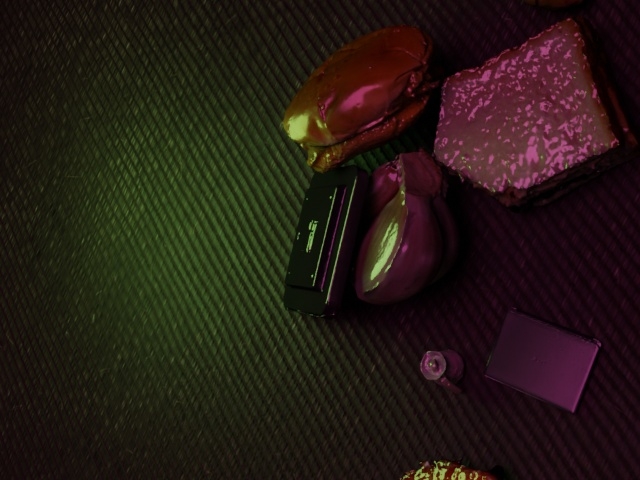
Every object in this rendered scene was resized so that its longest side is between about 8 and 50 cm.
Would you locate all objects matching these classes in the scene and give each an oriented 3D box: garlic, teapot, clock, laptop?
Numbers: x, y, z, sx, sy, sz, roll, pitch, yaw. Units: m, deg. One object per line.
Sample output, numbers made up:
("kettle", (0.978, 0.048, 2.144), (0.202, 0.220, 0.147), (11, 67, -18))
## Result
("garlic", (0.125, -0.007, 2.028), (0.237, 0.210, 0.292), (39, 119, 27))
("teapot", (0.212, 0.225, 2.004), (0.064, 0.064, 0.083), (-41, 59, 22))
("clock", (-0.001, 0.000, 2.128), (0.273, 0.049, 0.279), (178, 105, -72))
("laptop", (0.367, 0.197, 1.932), (0.180, 0.016, 0.129), (22, 92, 37))

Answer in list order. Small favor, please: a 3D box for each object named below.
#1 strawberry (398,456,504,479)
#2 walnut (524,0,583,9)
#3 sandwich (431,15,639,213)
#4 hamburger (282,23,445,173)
("strawberry", (0.250, 0.480, 1.899), (0.233, 0.138, 0.306), (-37, 33, 3))
("walnut", (0.373, -0.489, 2.026), (0.137, 0.137, 0.245), (-44, 61, 19))
("sandwich", (0.351, -0.193, 1.967), (0.325, 0.131, 0.262), (-26, 66, 25))
("hamburger", (0.082, -0.258, 2.080), (0.314, 0.170, 0.290), (-24, 24, 32))
